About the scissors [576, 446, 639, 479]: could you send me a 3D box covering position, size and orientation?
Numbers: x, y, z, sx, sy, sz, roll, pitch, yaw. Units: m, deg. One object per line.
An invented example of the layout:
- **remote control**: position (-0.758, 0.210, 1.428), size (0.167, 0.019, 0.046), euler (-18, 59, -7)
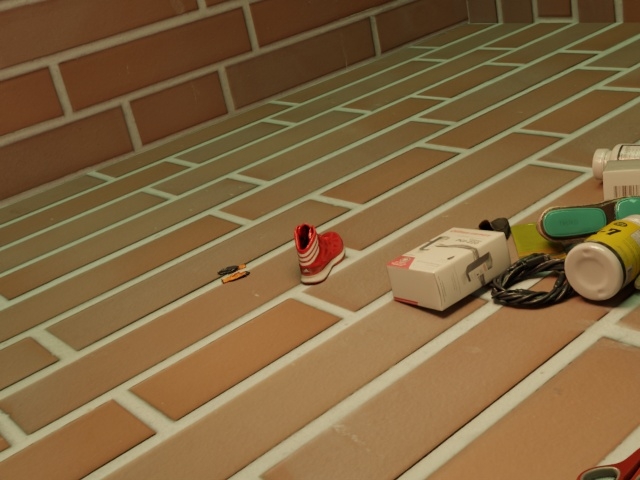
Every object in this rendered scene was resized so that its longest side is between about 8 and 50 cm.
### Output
- **scissors**: position (0.489, 0.308, 1.209), size (0.297, 0.021, 0.109), euler (-25, 24, -29)

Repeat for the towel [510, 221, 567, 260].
- **towel**: position (0.492, 0.008, 1.889), size (0.102, 0.021, 0.237), euler (-8, 23, 8)

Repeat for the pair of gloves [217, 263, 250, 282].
- **pair of gloves**: position (-0.217, 0.080, 2.090), size (0.074, 0.010, 0.083), euler (-17, 23, -11)

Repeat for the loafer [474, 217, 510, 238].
- **loafer**: position (0.395, -0.021, 1.951), size (0.062, 0.061, 0.170), euler (3, 27, 35)

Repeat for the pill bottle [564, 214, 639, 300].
- **pill bottle**: position (0.587, 0.028, 1.663), size (0.119, 0.119, 0.208), euler (12, 28, 43)

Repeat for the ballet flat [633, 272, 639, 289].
- **ballet flat**: position (0.691, 0.059, 1.629), size (0.173, 0.057, 0.049), euler (-19, 45, -8)

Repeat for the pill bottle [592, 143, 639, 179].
- **pill bottle**: position (0.783, -0.186, 2.077), size (0.193, 0.108, 0.108), euler (6, 29, 37)

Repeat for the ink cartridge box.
- **ink cartridge box**: position (0.274, 0.055, 1.782), size (0.217, 0.092, 0.158), euler (-25, 19, -31)

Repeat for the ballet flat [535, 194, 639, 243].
- **ballet flat**: position (0.628, -0.041, 1.825), size (0.315, 0.108, 0.106), euler (2, -8, 7)

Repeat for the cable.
- **cable**: position (0.435, 0.090, 1.711), size (0.184, 0.047, 0.150), euler (-22, 32, -14)

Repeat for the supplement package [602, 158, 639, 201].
- **supplement package**: position (0.713, -0.125, 1.935), size (0.105, 0.105, 0.179), euler (-2, 13, 24)

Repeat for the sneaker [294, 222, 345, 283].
- **sneaker**: position (0.000, 0.000, 2.013), size (0.087, 0.128, 0.221), euler (-4, 26, 15)
